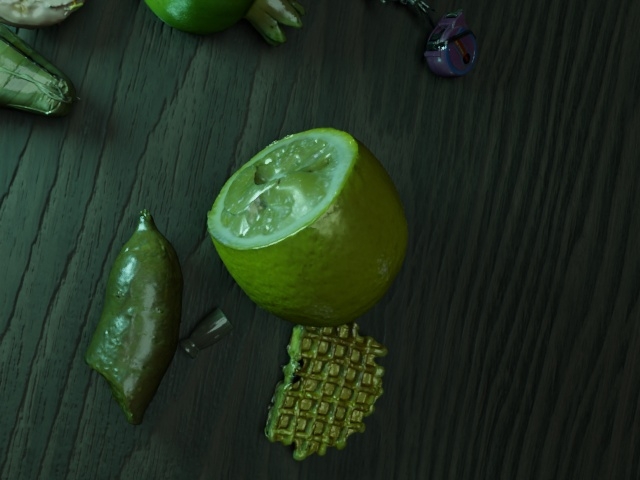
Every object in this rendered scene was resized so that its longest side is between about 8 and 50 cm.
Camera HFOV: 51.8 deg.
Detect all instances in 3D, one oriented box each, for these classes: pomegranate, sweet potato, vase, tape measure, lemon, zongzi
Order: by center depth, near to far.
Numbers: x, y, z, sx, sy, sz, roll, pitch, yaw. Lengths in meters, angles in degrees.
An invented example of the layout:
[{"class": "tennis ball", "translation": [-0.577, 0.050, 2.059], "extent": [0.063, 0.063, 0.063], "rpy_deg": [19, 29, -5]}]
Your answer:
[{"class": "zongzi", "translation": [-0.539, -0.245, 1.116], "extent": [0.194, 0.099, 0.197], "rpy_deg": [36, 76, -11]}, {"class": "sweet potato", "translation": [-0.321, 0.132, 1.179], "extent": [0.157, 0.157, 0.370], "rpy_deg": [18, 79, -20]}, {"class": "pomegranate", "translation": [-0.165, -0.513, 1.199], "extent": [0.358, 0.216, 0.310], "rpy_deg": [38, 74, -18]}, {"class": "lemon", "translation": [0.000, 0.000, 1.204], "extent": [0.363, 0.364, 0.365], "rpy_deg": [0, 90, -21]}, {"class": "vase", "translation": [-0.219, 0.180, 1.268], "extent": [0.100, 0.053, 0.053], "rpy_deg": [-40, 103, -12]}, {"class": "tape measure", "translation": [0.288, -0.421, 1.441], "extent": [0.125, 0.074, 0.118], "rpy_deg": [-50, 125, -13]}]

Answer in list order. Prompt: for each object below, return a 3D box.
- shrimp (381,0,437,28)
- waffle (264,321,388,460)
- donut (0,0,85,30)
[{"class": "shrimp", "translation": [0.113, -0.572, 1.355], "extent": [0.172, 0.137, 0.372], "rpy_deg": [-40, 102, 0]}, {"class": "waffle", "translation": [0.004, 0.289, 1.349], "extent": [0.309, 0.065, 0.283], "rpy_deg": [-31, 103, -21]}, {"class": "donut", "translation": [-0.496, -0.472, 1.132], "extent": [0.199, 0.085, 0.233], "rpy_deg": [-4, 85, -31]}]
